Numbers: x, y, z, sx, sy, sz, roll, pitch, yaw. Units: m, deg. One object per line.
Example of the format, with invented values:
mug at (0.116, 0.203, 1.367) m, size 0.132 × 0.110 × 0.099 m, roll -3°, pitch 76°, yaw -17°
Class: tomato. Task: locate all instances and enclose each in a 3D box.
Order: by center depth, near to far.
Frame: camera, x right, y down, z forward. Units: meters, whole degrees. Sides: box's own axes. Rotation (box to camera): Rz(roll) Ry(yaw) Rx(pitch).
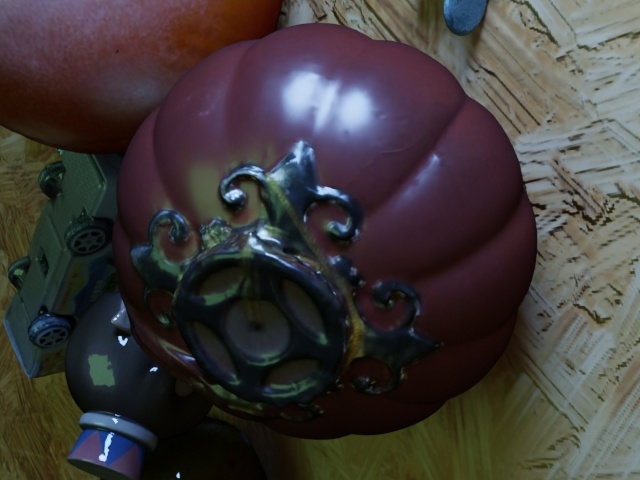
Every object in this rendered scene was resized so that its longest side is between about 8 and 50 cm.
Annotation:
tomato at (-0.202, -0.237, 0.855) m, size 0.321 × 0.321 × 0.322 m, roll 9°, pitch 102°, yaw 48°

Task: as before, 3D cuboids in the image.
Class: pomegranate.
pomegranate at (-0.132, 0.249, 0.968) m, size 0.210 × 0.179 × 0.180 m, roll -99°, pitch 20°, yaw -68°

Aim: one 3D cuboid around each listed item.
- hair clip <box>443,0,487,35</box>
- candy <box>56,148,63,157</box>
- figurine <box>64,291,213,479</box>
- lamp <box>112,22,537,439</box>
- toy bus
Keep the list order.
hair clip at (0.147, -0.272, 0.651) m, size 0.275 × 0.048 × 0.083 m, roll -55°, pitch 51°, yaw 37°
candy at (-0.338, -0.125, 1.239) m, size 0.061 × 0.061 × 0.203 m, roll -36°, pitch 76°, yaw 45°
figurine at (-0.137, 0.089, 0.880) m, size 0.158 × 0.161 × 0.276 m, roll 30°, pitch 85°, yaw 14°
lamp at (0.000, 0.000, 0.688) m, size 0.303 × 0.257 × 0.303 m, roll 8°, pitch 120°, yaw 15°
toy bus at (-0.260, 0.017, 1.092) m, size 0.109 × 0.136 × 0.330 m, roll 58°, pitch 134°, yaw 30°
